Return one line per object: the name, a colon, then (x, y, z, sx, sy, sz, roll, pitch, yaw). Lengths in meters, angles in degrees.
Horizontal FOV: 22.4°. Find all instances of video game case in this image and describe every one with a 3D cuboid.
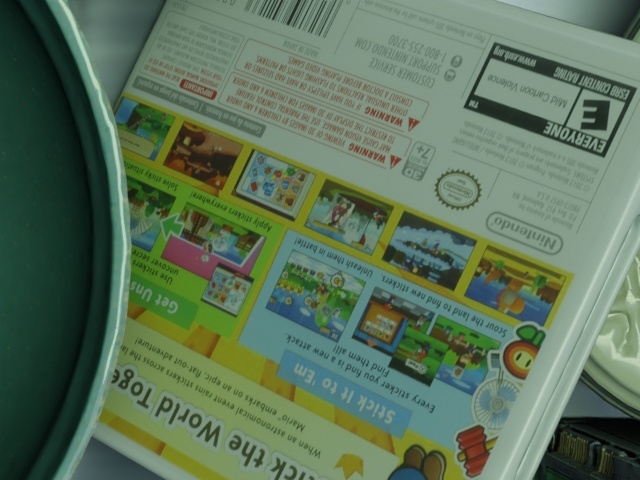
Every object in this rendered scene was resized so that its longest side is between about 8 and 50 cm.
video game case: (0.000, 0.000, 0.592, 0.227, 0.026, 0.206, 24, 86, 34)

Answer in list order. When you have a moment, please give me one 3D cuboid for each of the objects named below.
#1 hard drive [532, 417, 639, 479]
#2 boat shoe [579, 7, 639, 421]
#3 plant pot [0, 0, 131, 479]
hard drive: (0.131, 0.245, 0.583, 0.064, 0.237, 0.339, 0, 90, -9)
boat shoe: (0.251, -0.143, 0.632, 0.187, 0.156, 0.500, 35, 90, 6)
plant pot: (-0.216, 0.001, 0.543, 0.293, 0.196, 0.293, 0, 90, -9)
